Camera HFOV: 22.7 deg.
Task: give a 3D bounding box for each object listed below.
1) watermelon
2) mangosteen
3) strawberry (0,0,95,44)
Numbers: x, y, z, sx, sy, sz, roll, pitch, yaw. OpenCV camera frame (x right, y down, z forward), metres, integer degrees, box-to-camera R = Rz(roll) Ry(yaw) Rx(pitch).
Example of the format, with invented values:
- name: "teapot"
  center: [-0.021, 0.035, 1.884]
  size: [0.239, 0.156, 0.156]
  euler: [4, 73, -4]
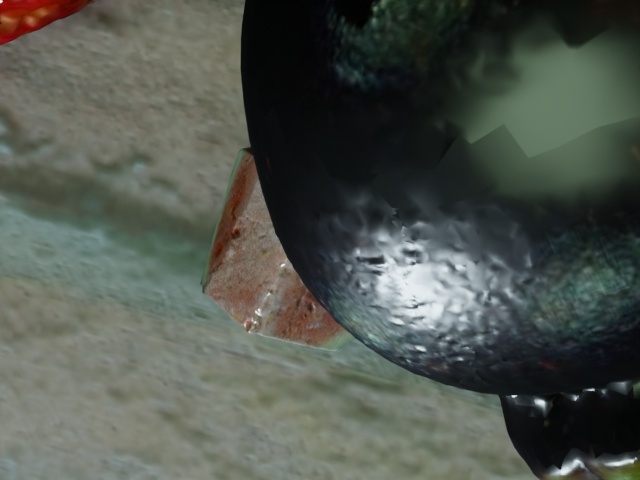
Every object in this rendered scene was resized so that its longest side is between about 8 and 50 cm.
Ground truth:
- name: "watermelon"
  center: [-0.001, 0.004, 0.644]
  size: [0.092, 0.072, 0.084]
  euler: [13, 113, 3]
- name: "mangosteen"
  center: [0.092, -0.038, 0.562]
  size: [0.243, 0.243, 0.243]
  euler: [1, 94, 9]
- name: "strawberry"
  center: [-0.197, -0.222, 0.578]
  size: [0.312, 0.267, 0.351]
  euler: [-45, 111, 3]
